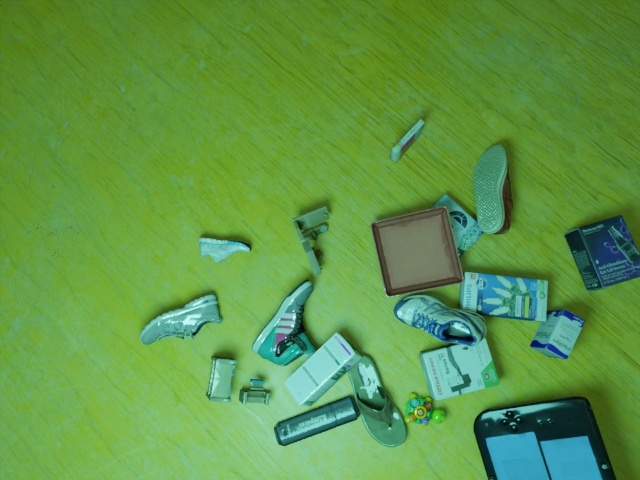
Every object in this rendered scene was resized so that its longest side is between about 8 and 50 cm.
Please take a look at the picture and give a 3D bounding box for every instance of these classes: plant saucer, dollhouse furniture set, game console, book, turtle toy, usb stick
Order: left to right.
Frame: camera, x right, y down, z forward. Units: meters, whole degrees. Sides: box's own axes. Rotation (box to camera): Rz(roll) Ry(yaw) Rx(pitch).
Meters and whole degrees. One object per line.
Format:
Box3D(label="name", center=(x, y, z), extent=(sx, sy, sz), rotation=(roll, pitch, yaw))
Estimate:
Box3D(label="dollhouse furniture set", center=(-0.264, 0.451, 1.536), extent=(0.184, 0.129, 0.129), rotation=(11, 79, -19))
Box3D(label="usb stick", center=(-0.012, 0.578, 1.517), extent=(0.278, 0.045, 0.077), rotation=(-21, 76, 2))
Box3D(label="dollhouse furniture set", center=(0.000, 0.000, 1.582), extent=(0.123, 0.144, 0.151), rotation=(-23, 42, -2))
Box3D(label="book", center=(0.302, -0.346, 1.653), extent=(0.035, 0.096, 0.144), rotation=(43, 84, 10))
Box3D(label="plant saucer", center=(0.318, 0.039, 1.577), extent=(0.258, 0.048, 0.259), rotation=(-13, 84, 11))
Box3D(label="turtle toy", center=(0.327, 0.542, 1.497), extent=(0.130, 0.066, 0.095), rotation=(12, 80, 6))
Box3D(label="game console", center=(0.659, 0.671, 1.385), extent=(0.342, 0.060, 0.386), rotation=(-21, 78, 29))

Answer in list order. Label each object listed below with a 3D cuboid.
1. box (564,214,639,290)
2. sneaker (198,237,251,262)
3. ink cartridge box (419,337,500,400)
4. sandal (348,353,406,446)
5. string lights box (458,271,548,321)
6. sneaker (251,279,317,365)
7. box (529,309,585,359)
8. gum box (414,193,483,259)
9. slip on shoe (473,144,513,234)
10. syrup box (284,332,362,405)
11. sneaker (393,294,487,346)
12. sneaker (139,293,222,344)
Box3D(label="box", center=(0.919, 0.042, 1.538), extent=(0.153, 0.108, 0.207), rotation=(-18, 79, 0))
Box3D(label="sneaker", center=(-0.329, 0.038, 1.638), extent=(0.191, 0.071, 0.082), rotation=(4, 86, 12))
Box3D(label="ink cartridge box", center=(0.436, 0.406, 1.506), extent=(0.208, 0.087, 0.153), rotation=(-15, 78, 1))
Box3D(label="sandal", center=(0.167, 0.511, 1.502), extent=(0.120, 0.086, 0.302), rotation=(-27, 79, -2))
Box3D(label="string lights box", center=(0.590, 0.184, 1.545), extent=(0.260, 0.077, 0.133), rotation=(6, 81, 5))
Box3D(label="sneaker", center=(-0.071, 0.288, 1.538), extent=(0.178, 0.124, 0.295), rotation=(36, 91, 14))
Box3D(label="box", center=(0.740, 0.293, 1.490), extent=(0.072, 0.126, 0.137), rotation=(28, 82, 7))
Box3D(label="gum box", center=(0.437, -0.040, 1.615), extent=(0.157, 0.041, 0.184), rotation=(-44, 81, -5))
Box3D(label="slip on shoe", center=(0.592, -0.170, 1.608), extent=(0.101, 0.123, 0.331), rotation=(21, 65, -37))
Box3D(label="syrup box", center=(0.010, 0.410, 1.506), extent=(0.237, 0.093, 0.096), rotation=(-43, 63, 1))
Box3D(label="sneaker", center=(0.364, 0.250, 1.485), extent=(0.296, 0.131, 0.111), rotation=(9, 106, 25))
Box3D(label="sneaker", center=(-0.461, 0.284, 1.572), extent=(0.281, 0.105, 0.115), rotation=(-26, 79, -2))
